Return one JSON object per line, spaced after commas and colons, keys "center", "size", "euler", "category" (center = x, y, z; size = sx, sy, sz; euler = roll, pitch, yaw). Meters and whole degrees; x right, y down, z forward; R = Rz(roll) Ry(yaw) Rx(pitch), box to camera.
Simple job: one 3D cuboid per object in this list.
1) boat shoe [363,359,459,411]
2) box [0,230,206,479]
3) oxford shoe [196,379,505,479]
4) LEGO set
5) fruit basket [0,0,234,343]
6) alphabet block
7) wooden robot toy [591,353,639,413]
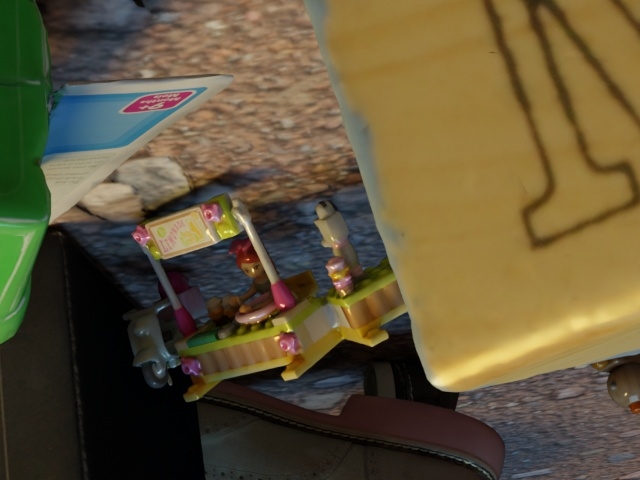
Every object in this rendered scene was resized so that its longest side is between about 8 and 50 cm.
{"center": [0.067, 0.161, 1.363], "size": [0.068, 0.081, 0.228], "euler": [-3, 156, -5], "category": "boat shoe"}
{"center": [-0.309, 0.300, 0.999], "size": [0.471, 0.480, 0.297], "euler": [-13, 157, 8], "category": "box"}
{"center": [-0.066, 0.192, 1.221], "size": [0.396, 0.147, 0.140], "euler": [2, 148, 10], "category": "oxford shoe"}
{"center": [0.000, 0.000, 0.941], "size": [0.287, 0.107, 0.132], "euler": [-22, -169, 19], "category": "LEGO set"}
{"center": [-0.251, -0.010, 0.666], "size": [0.327, 0.165, 0.353], "euler": [3, 159, -30], "category": "fruit basket"}
{"center": [0.135, -0.074, 0.577], "size": [0.197, 0.193, 0.192], "euler": [-25, 169, 36], "category": "alphabet block"}
{"center": [0.234, 0.090, 1.255], "size": [0.173, 0.079, 0.076], "euler": [7, 154, -38], "category": "wooden robot toy"}
